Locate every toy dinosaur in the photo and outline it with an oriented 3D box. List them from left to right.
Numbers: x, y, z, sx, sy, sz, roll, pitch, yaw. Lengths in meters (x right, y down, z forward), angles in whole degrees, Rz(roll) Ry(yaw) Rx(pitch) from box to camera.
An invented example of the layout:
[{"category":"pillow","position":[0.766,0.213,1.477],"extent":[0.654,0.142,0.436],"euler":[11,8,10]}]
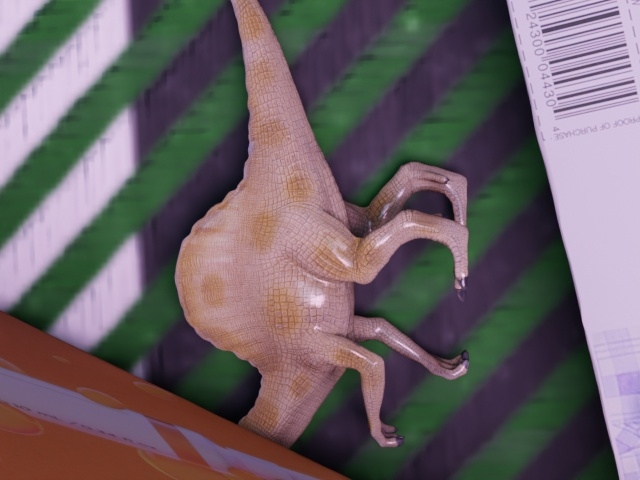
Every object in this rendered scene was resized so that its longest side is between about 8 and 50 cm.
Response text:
[{"category":"toy dinosaur","position":[0.000,0.000,0.510],"extent":[0.093,0.053,0.183],"euler":[-1,95,4]}]

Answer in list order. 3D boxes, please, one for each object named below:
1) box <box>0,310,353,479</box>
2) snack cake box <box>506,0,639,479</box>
[{"category":"box","position":[-0.108,0.116,0.407],"extent":[0.345,0.215,0.168],"euler":[23,95,14]},{"category":"snack cake box","position":[0.162,0.031,0.463],"extent":[0.152,0.089,0.264],"euler":[-11,94,26]}]
